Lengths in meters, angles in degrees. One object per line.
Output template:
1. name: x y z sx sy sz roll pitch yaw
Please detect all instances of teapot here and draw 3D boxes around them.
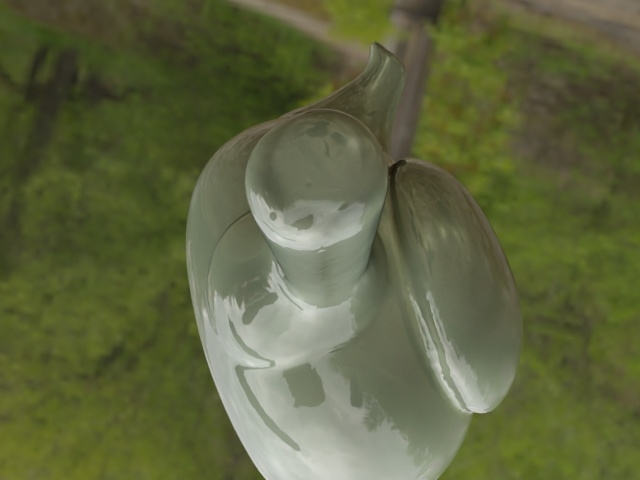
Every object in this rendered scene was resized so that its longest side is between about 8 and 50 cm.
1. teapot: 0.013 0.036 0.895 0.149 0.220 0.318 -20 -171 12
